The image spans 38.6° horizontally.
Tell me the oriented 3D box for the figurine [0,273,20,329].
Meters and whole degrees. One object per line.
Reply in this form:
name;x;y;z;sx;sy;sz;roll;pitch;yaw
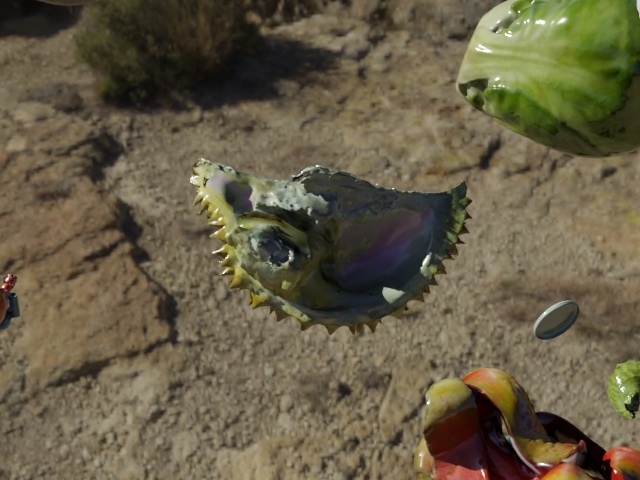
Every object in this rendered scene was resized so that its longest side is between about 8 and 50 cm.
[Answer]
figurine;-0.462;0.092;1.269;0.068;0.075;0.140;-1;8;-3

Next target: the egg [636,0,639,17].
egg;0.299;-0.161;0.356;0.337;0.337;0.201;1;6;8

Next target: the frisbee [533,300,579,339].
frisbee;0.495;0.167;1.918;0.110;0.110;0.014;-16;47;-17

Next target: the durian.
durian;0.000;0.000;0.991;0.306;0.166;0.172;14;43;-3

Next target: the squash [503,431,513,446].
squash;0.337;0.465;1.719;0.172;0.218;0.218;12;18;-41

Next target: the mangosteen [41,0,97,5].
mangosteen;-0.174;-0.251;0.579;0.200;0.200;0.200;-3;34;2

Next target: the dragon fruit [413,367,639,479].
dragon fruit;0.189;0.251;0.680;0.243;0.227;0.307;2;72;-8

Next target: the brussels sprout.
brussels sprout;0.294;-0.203;1.065;0.271;0.210;0.219;14;30;23

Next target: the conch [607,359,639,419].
conch;0.498;0.243;1.460;0.074;0.089;0.121;-13;18;24
